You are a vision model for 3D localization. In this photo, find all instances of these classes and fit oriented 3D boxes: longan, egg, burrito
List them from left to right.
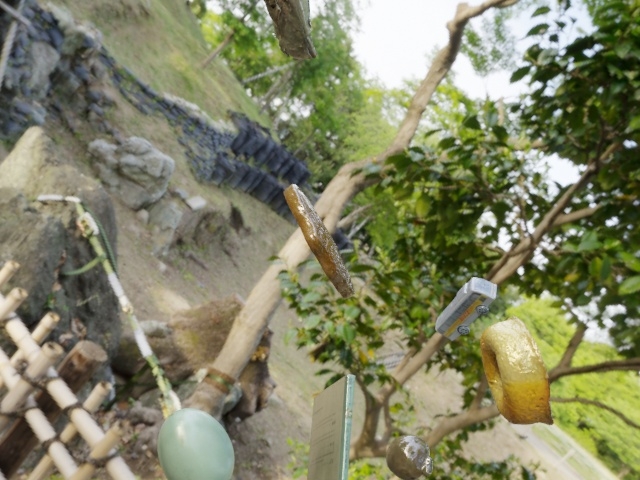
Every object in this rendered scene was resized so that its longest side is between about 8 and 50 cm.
[{"bbox_3d":[-0.301,0.512,1.328,0.168,0.168,0.230,-129,-165,-73],"label":"egg"},{"bbox_3d":[-0.039,-0.234,0.453,0.051,0.042,0.171,19,-37,40],"label":"burrito"},{"bbox_3d":[0.216,0.519,1.310,0.119,0.106,0.106,13,-19,43],"label":"longan"}]

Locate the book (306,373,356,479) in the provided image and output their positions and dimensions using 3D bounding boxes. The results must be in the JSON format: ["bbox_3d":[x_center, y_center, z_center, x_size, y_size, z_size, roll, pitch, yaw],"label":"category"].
[{"bbox_3d":[0.013,0.409,1.017,0.025,0.282,0.215,14,-29,-12],"label":"book"}]

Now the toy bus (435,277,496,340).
[{"bbox_3d":[0.359,0.170,1.362,0.075,0.190,0.064,28,41,2],"label":"toy bus"}]

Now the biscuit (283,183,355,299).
[{"bbox_3d":[0.002,-0.001,1.269,0.273,0.049,0.257,55,8,-50],"label":"biscuit"}]

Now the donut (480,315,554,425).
[{"bbox_3d":[0.322,0.223,0.919,0.190,0.075,0.174,68,9,-47],"label":"donut"}]
